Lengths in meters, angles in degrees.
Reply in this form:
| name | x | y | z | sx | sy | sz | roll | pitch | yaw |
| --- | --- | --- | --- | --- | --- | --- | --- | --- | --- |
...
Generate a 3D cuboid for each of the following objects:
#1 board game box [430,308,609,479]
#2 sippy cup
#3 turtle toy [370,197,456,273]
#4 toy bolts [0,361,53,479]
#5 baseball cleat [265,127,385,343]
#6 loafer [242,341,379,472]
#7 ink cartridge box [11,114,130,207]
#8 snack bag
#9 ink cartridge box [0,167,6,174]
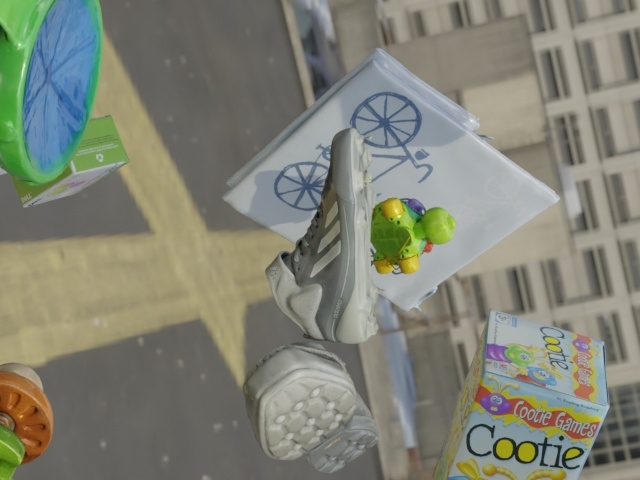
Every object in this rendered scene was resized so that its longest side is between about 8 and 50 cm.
| name | x | y | z | sx | sy | sz | roll | pitch | yaw |
| --- | --- | --- | --- | --- | --- | --- | --- | --- | --- |
| board game box | 0.221 | 0.245 | 1.452 | 0.144 | 0.142 | 0.275 | -69 | 175 | -62 |
| sippy cup | -0.385 | -0.197 | 1.362 | 0.240 | 0.224 | 0.305 | -66 | 167 | -57 |
| turtle toy | 0.105 | -0.012 | 1.476 | 0.130 | 0.066 | 0.095 | -2 | -72 | 55 |
| toy bolts | -0.287 | 0.249 | 1.214 | 0.218 | 0.228 | 0.158 | 29 | 26 | -11 |
| baseball cleat | 0.000 | 0.000 | 1.121 | 0.072 | 0.109 | 0.205 | -52 | 141 | -68 |
| loafer | -0.021 | 0.154 | 1.227 | 0.111 | 0.112 | 0.319 | 54 | -3 | 21 |
| ink cartridge box | -0.501 | -0.128 | 2.204 | 0.255 | 0.189 | 0.097 | -21 | 88 | -46 |
| snack bag | 0.097 | -0.064 | 1.627 | 0.342 | 0.323 | 0.037 | 32 | 40 | -23 |
| ink cartridge box | -0.636 | -0.206 | 1.853 | 0.130 | 0.309 | 0.271 | -90 | 164 | -59 |
